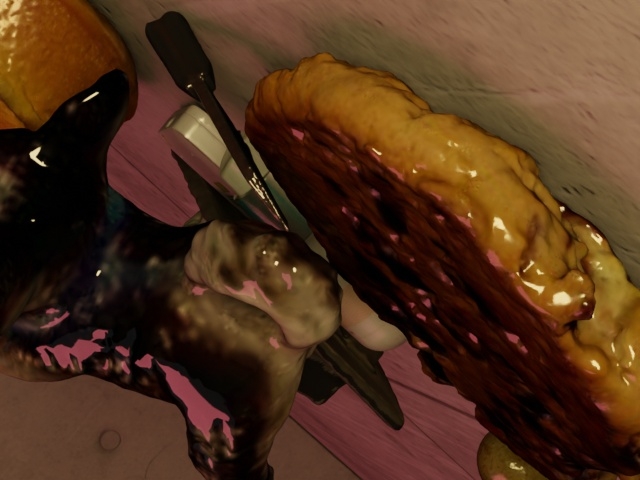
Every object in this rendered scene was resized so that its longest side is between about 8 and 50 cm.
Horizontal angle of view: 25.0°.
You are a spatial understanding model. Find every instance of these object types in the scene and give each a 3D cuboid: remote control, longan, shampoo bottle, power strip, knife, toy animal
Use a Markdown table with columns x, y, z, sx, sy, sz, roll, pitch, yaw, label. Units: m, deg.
| x | y | z | sx | sy | sz | roll | pitch | yaw | label |
| --- | --- | --- | --- | --- | --- | --- | --- | --- | --- |
| -0.030 | -0.019 | 1.212 | 0.250 | 0.034 | 0.103 | 41 | 171 | -12 | remote control |
| 0.183 | 0.202 | 1.335 | 0.075 | 0.075 | 0.083 | 37 | 129 | 14 | longan |
| 0.000 | 0.000 | 1.067 | 0.192 | 0.074 | 0.074 | 42 | 170 | -16 | shampoo bottle |
| -0.048 | 0.051 | 1.308 | 0.251 | 0.092 | 0.257 | 40 | -172 | -27 | power strip |
| -0.058 | -0.071 | 0.889 | 0.060 | 0.028 | 0.230 | 52 | -176 | -40 | knife |
| -0.140 | 0.019 | 0.976 | 0.344 | 0.194 | 0.303 | 26 | 153 | 3 | toy animal |

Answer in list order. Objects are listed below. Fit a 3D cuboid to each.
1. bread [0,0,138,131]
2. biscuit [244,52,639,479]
| x | y | z | sx | sy | sz | roll | pitch | yaw | label |
| --- | --- | --- | --- | --- | --- | --- | --- | --- | --- |
| -0.247 | -0.145 | 1.138 | 0.195 | 0.143 | 0.270 | 25 | 162 | 16 | bread |
| 0.091 | 0.020 | 0.815 | 0.289 | 0.081 | 0.334 | 35 | 165 | 37 | biscuit |
